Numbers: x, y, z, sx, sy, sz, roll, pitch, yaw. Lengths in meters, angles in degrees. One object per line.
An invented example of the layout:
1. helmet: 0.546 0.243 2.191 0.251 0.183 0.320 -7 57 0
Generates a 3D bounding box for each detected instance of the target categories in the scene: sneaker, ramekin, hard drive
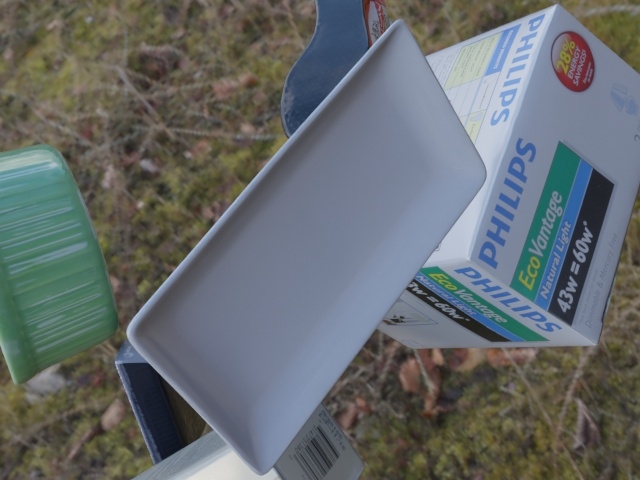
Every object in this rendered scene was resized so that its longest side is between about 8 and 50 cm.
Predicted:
1. sneaker: 0.036 -0.162 1.054 0.090 0.145 0.270 -9 49 21
2. ramekin: -0.375 0.021 1.315 0.148 0.303 0.303 -20 35 -18
3. hard drive: -0.205 0.195 1.361 0.054 0.172 0.254 -19 6 2

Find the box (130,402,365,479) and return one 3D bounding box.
1. box: -0.122 0.286 1.080 0.311 0.121 0.148 -34 2 27

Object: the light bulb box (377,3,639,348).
1. light bulb box: 0.205 -0.062 1.322 0.361 0.225 0.358 -9 54 57

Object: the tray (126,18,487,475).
1. tray: 0.000 0.000 0.639 0.030 0.145 0.270 11 55 49
